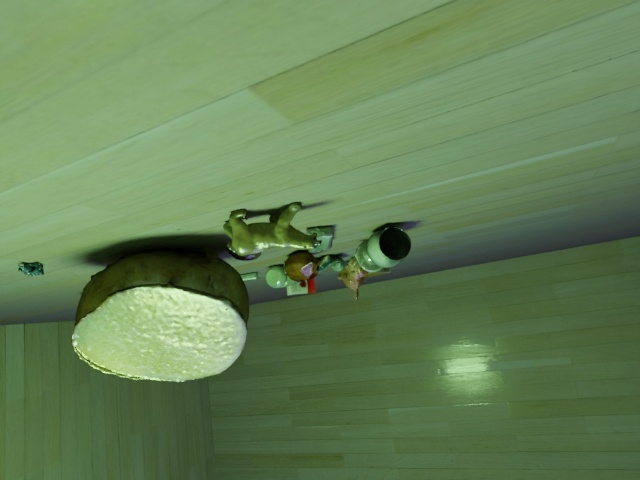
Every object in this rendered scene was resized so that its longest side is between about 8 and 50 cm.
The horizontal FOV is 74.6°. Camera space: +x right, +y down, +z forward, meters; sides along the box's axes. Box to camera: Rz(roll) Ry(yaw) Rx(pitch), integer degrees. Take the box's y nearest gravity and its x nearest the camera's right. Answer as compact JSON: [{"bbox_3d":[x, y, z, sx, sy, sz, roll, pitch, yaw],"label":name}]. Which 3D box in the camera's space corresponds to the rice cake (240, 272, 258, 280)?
[{"bbox_3d":[-0.380,0.172,1.870,0.207,0.033,0.033,-9,167,5],"label":"rice cake"}]

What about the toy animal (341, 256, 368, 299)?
[{"bbox_3d":[0.171,0.167,1.868,0.104,0.184,0.185,-12,171,-23],"label":"toy animal"}]

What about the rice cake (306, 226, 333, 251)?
[{"bbox_3d":[-0.001,0.000,1.252,0.080,0.042,0.222,-7,168,-2],"label":"rice cake"}]

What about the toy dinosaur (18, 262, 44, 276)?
[{"bbox_3d":[-0.761,0.077,1.106,0.047,0.031,0.083,-7,169,-15],"label":"toy dinosaur"}]

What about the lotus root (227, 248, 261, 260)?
[{"bbox_3d":[-0.225,0.035,1.247,0.099,0.049,0.054,0,170,-9],"label":"lotus root"}]

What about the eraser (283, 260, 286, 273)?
[{"bbox_3d":[-0.084,0.100,1.671,0.122,0.052,0.029,-7,171,-8],"label":"eraser"}]

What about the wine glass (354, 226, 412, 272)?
[{"bbox_3d":[0.198,0.031,1.342,0.126,0.126,0.241,-6,171,-12],"label":"wine glass"}]

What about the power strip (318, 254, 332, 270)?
[{"bbox_3d":[0.002,0.095,1.703,0.056,0.032,0.123,-46,-177,-22],"label":"power strip"}]

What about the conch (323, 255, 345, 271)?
[{"bbox_3d":[0.057,0.096,1.729,0.088,0.065,0.180,1,174,2],"label":"conch"}]

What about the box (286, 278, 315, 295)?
[{"bbox_3d":[-0.104,0.231,2.203,0.152,0.100,0.048,-1,169,-34],"label":"box"}]

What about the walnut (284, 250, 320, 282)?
[{"bbox_3d":[-0.064,0.093,1.505,0.115,0.116,0.207,-4,167,-22],"label":"walnut"}]

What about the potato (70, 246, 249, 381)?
[{"bbox_3d":[-0.431,0.164,1.193,0.442,0.319,0.385,4,126,-17],"label":"potato"}]

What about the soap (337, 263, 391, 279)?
[{"bbox_3d":[0.210,0.141,2.045,0.232,0.073,0.140,-17,162,41],"label":"soap"}]

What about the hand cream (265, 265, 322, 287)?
[{"bbox_3d":[-0.123,0.159,1.845,0.147,0.093,0.306,-20,167,26],"label":"hand cream"}]

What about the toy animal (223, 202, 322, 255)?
[{"bbox_3d":[-0.111,-0.016,0.934,0.218,0.101,0.103,-8,167,-3],"label":"toy animal"}]
